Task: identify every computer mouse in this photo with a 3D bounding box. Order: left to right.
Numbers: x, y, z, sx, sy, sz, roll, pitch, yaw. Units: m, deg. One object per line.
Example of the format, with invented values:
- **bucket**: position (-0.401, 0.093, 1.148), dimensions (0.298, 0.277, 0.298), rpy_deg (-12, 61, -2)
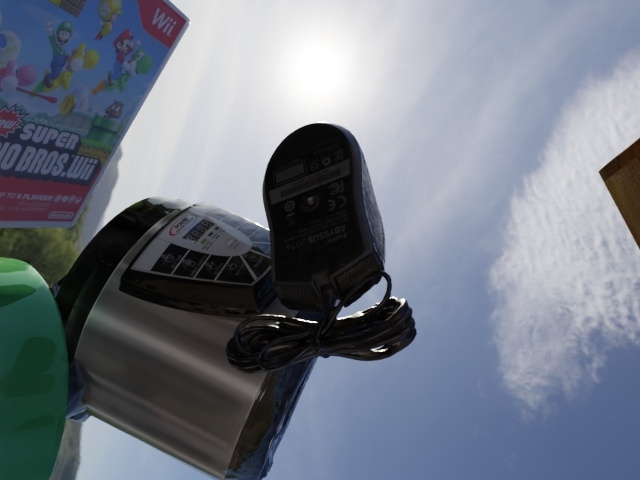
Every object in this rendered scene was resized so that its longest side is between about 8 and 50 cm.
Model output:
- **computer mouse**: position (0.000, 0.000, 0.470), dimensions (0.188, 0.072, 0.272), rpy_deg (-15, -120, 23)

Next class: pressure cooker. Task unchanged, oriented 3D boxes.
- **pressure cooker**: position (-0.207, 0.136, 0.717), dimensions (0.370, 0.420, 0.375), rpy_deg (76, 39, -77)

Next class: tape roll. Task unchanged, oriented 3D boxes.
- **tape roll**: position (-0.415, 0.176, 0.518), dimensions (0.321, 0.077, 0.321), rpy_deg (-6, -102, 31)

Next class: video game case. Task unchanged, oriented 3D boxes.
- **video game case**: position (-0.252, -0.134, 0.432), dimensions (0.285, 0.025, 0.204), rpy_deg (-56, 171, 8)

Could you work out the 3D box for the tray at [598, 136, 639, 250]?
- **tray**: position (0.446, 0.031, 0.365), dimensions (0.076, 0.411, 0.203), rpy_deg (123, -32, -51)
